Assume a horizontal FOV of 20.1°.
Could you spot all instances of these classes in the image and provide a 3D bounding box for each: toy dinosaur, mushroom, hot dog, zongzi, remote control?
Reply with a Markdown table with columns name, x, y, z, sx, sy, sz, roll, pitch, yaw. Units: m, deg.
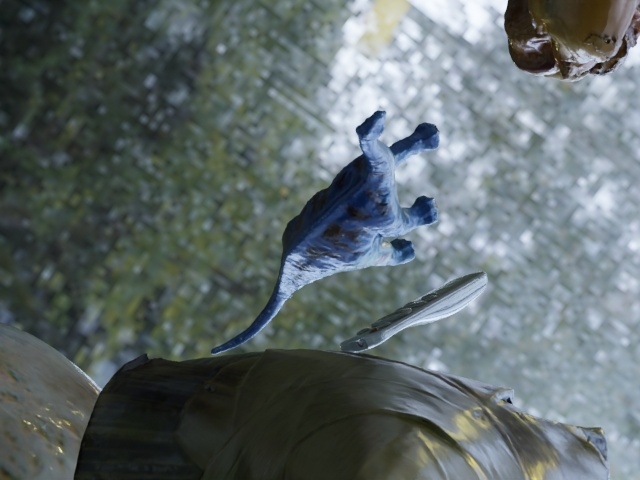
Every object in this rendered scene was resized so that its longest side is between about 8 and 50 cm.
| name | x | y | z | sx | sy | sz | roll | pitch | yaw |
| --- | --- | --- | --- | --- | --- | --- | --- | --- | --- |
| toy dinosaur | 0.027 | -0.014 | 1.421 | 0.144 | 0.076 | 0.329 | -20 | 159 | -36 |
| mushroom | -0.234 | 0.179 | 1.183 | 0.243 | 0.243 | 0.243 | -44 | -155 | 26 |
| hot dog | 0.236 | -0.285 | 1.401 | 0.158 | 0.117 | 0.348 | 161 | -56 | -80 |
| zongzi | -0.036 | 0.112 | 0.867 | 0.289 | 0.317 | 0.154 | 6 | -103 | 26 |
| remote control | 0.087 | 0.067 | 1.614 | 0.050 | 0.027 | 0.184 | -20 | -177 | 41 |
